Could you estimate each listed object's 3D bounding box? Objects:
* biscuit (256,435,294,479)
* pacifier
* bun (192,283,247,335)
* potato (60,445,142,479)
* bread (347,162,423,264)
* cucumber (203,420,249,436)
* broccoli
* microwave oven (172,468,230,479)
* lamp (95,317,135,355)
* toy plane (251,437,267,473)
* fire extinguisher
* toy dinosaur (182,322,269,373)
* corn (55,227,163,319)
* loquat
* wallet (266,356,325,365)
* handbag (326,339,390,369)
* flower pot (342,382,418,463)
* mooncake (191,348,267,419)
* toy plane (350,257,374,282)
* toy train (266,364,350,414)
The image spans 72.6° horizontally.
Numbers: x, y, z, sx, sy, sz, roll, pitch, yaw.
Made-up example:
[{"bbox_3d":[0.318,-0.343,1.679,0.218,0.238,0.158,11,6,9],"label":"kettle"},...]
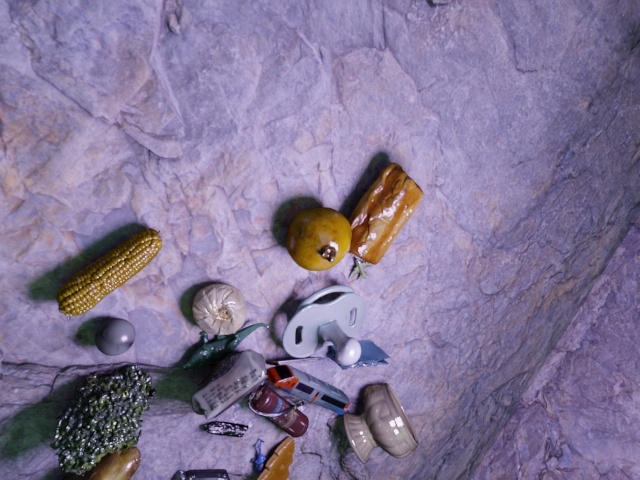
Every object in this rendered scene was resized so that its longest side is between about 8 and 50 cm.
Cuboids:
[{"bbox_3d":[-0.171,0.905,1.762,0.212,0.041,0.239,33,79,-54],"label":"biscuit"},{"bbox_3d":[0.047,0.314,1.510,0.343,0.269,0.288,-17,126,-27],"label":"pacifier"},{"bbox_3d":[-0.309,0.220,1.354,0.164,0.111,0.188,-29,126,-14],"label":"bun"},{"bbox_3d":[-0.681,0.730,1.311,0.296,0.191,0.141,-35,113,-13],"label":"potato"},{"bbox_3d":[0.200,-0.091,1.492,0.344,0.149,0.195,-56,145,4],"label":"bread"},{"bbox_3d":[-0.343,0.684,1.580,0.181,0.053,0.053,25,97,-34],"label":"cucumber"},{"bbox_3d":[-0.630,0.518,1.273,0.288,0.248,0.245,-13,154,-37],"label":"broccoli"},{"bbox_3d":[-0.398,0.966,1.518,0.237,0.295,0.181,19,100,-35],"label":"microwave oven"},{"bbox_3d":[-0.575,0.270,1.222,0.105,0.105,0.105,-13,117,-26],"label":"lamp"},{"bbox_3d":[-0.236,0.855,1.723,0.062,0.054,0.167,-31,128,-46],"label":"toy plane"},{"bbox_3d":[-0.160,0.616,1.630,0.141,0.105,0.341,-56,130,-25],"label":"fire extinguisher"},{"bbox_3d":[-0.319,0.329,1.420,0.292,0.079,0.120,-38,131,-8],"label":"toy dinosaur"},{"bbox_3d":[-0.550,0.080,1.157,0.313,0.102,0.102,-38,125,-15],"label":"corn"},{"bbox_3d":[0.000,0.000,1.359,0.213,0.246,0.213,-7,116,-15],"label":"loquat"},{"bbox_3d":[-0.091,0.443,1.599,0.196,0.103,0.020,5,74,-34],"label":"wallet"},{"bbox_3d":[0.149,0.451,1.710,0.221,0.144,0.057,5,102,-31],"label":"handbag"},{"bbox_3d":[0.240,0.776,1.833,0.244,0.307,0.307,-28,125,3],"label":"flower pot"},{"bbox_3d":[-0.291,0.455,1.411,0.254,0.250,0.136,-34,80,-15],"label":"mooncake"},{"bbox_3d":[0.149,0.106,1.621,0.102,0.040,0.111,-36,124,-15],"label":"toy plane"},{"bbox_3d":[-0.038,0.570,1.687,0.409,0.086,0.089,39,89,-37],"label":"toy train"}]
